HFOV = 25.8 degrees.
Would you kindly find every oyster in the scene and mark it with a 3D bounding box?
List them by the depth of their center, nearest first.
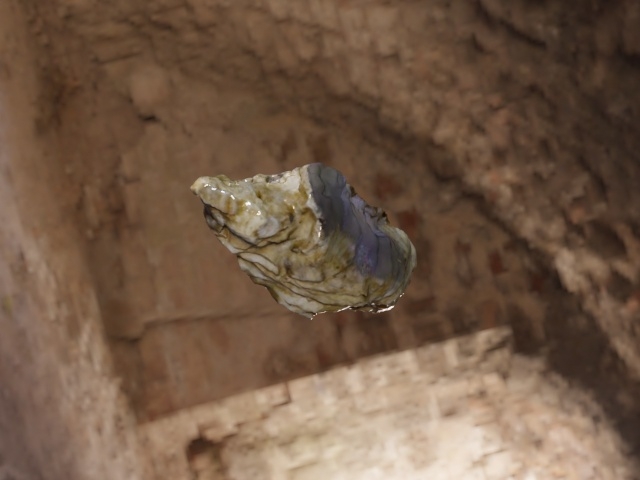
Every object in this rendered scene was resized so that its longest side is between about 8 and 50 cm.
[{"bbox_3d":[0.004,-0.003,1.582,0.341,0.110,0.166,39,57,-38],"label":"oyster"}]
